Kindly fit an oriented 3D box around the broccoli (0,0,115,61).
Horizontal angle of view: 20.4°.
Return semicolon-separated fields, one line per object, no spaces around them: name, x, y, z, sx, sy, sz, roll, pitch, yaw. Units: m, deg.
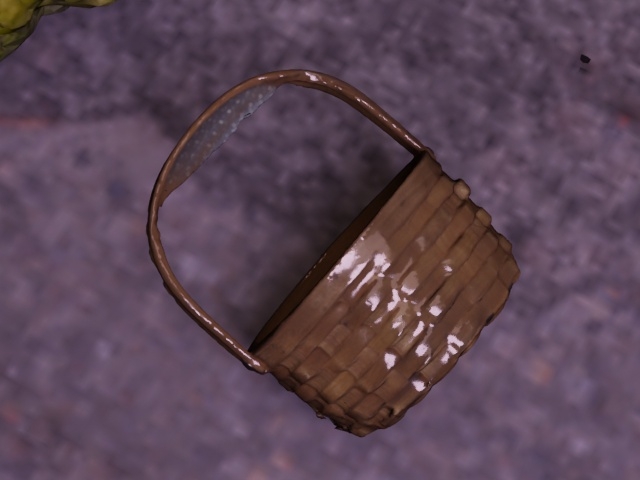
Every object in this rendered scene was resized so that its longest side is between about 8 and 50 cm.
broccoli;-0.115;-0.111;0.386;0.242;0.273;0.180;-26;108;-12

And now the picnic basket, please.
picnic basket;0.000;0.000;0.431;0.083;0.072;0.072;41;72;-4
